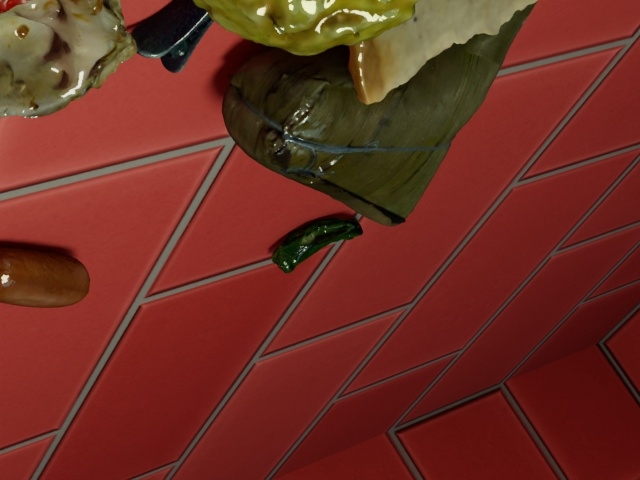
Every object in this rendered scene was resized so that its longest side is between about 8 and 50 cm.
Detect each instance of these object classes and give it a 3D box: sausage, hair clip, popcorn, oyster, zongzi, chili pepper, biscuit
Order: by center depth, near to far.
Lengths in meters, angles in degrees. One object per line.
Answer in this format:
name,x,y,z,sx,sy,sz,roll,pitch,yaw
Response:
oyster,-0.294,-0.214,1.396,0.361,0.096,0.221,-11,147,-45
popcorn,-0.014,-0.299,1.403,0.282,0.247,0.282,-20,146,-14
hair clip,-0.080,-0.279,1.633,0.275,0.048,0.083,-38,156,13
biscuit,0.140,-0.303,1.782,0.309,0.040,0.205,-33,129,-25
zongzi,0.083,-0.221,1.876,0.393,0.174,0.356,-51,148,14
sausage,-0.363,0.047,1.938,0.076,0.076,0.197,-39,158,18
chili pepper,0.004,-0.005,2.410,0.182,0.050,0.073,-21,150,-36

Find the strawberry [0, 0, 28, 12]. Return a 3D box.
strawberry,-0.259,-0.274,1.097,0.250,0.239,0.288,-38,170,27
